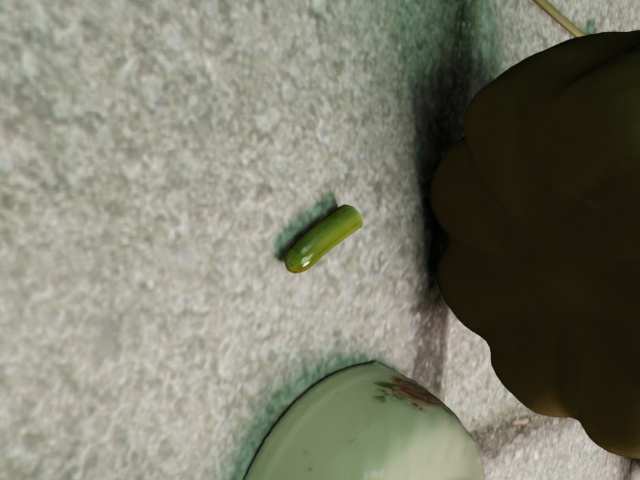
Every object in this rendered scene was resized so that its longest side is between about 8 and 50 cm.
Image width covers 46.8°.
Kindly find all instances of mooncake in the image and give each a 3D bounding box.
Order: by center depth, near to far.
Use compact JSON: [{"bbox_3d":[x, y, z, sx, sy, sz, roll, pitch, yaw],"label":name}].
[{"bbox_3d":[0.268,0.002,0.674,0.201,0.378,0.378,-28,119,-29],"label":"mooncake"}]

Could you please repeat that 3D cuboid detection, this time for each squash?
[{"bbox_3d":[0.000,0.000,0.641,0.083,0.027,0.027,-38,124,-31],"label":"squash"}]

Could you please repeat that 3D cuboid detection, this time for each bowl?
[{"bbox_3d":[0.063,0.268,0.693,0.277,0.145,0.277,-14,111,-40],"label":"bowl"}]

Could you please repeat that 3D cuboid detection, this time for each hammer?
[{"bbox_3d":[0.280,-0.244,0.862,0.195,0.028,0.060,17,94,-42],"label":"hammer"}]
